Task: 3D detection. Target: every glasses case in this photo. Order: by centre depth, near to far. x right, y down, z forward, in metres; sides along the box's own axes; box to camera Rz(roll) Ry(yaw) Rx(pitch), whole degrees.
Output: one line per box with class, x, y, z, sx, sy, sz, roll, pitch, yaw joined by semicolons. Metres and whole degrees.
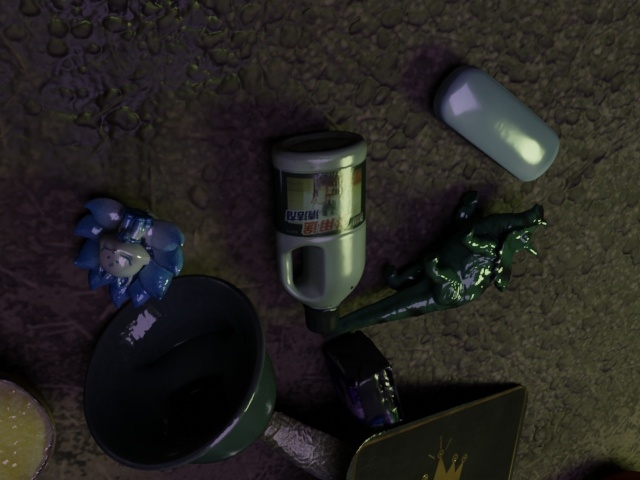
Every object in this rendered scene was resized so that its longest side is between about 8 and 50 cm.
glasses case;0.195;-0.125;0.826;0.178;0.045;0.067;29;103;-33

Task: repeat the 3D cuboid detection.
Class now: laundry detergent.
laundry detergent;0.000;0.000;0.796;0.099;0.070;0.225;-15;123;-25

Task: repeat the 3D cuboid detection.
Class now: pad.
pad;0.168;0.367;0.971;0.375;0.063;0.315;-6;110;-42

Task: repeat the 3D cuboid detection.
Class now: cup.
cup;-0.119;0.156;0.780;0.199;0.199;0.150;-37;142;-1

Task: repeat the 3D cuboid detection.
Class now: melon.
melon;-0.039;0.231;0.892;0.182;0.098;0.054;37;75;-34

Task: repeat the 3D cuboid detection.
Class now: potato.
potato;-0.362;0.181;0.734;0.200;0.081;0.164;30;94;-36

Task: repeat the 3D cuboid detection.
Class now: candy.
candy;0.076;0.256;0.953;0.061;0.088;0.312;-24;123;-12

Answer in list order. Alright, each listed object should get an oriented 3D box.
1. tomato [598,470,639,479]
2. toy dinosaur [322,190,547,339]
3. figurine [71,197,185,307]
tomato;0.488;0.468;1.243;0.237;0.095;0.236;-13;124;-19
toy dinosaur;0.133;0.031;0.867;0.292;0.079;0.120;-20;121;-8
figurine;-0.185;0.019;0.719;0.114;0.079;0.114;0;105;2
